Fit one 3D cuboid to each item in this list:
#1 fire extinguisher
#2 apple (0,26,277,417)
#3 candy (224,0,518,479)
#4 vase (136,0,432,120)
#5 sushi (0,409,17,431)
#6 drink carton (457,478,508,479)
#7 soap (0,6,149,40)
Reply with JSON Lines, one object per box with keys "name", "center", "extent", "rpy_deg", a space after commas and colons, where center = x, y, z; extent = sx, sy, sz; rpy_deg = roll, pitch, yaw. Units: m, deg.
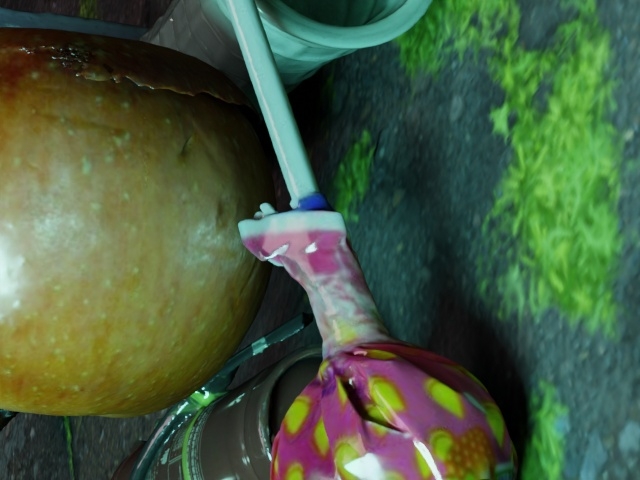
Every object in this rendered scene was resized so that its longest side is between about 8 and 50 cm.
{"name": "fire extinguisher", "center": [-0.064, 0.140, 1.062], "extent": [0.341, 0.105, 0.141], "rpy_deg": [-34, 40, 59]}
{"name": "apple", "center": [-0.153, -0.004, 0.943], "extent": [0.272, 0.252, 0.206], "rpy_deg": [48, -138, -80]}
{"name": "candy", "center": [0.000, 0.000, 0.845], "extent": [0.124, 0.124, 0.365], "rpy_deg": [-38, 69, 58]}
{"name": "vase", "center": [-0.051, -0.132, 1.055], "extent": [0.299, 0.143, 0.143], "rpy_deg": [144, 127, -61]}
{"name": "sushi", "center": [-0.340, 0.014, 1.471], "extent": [0.294, 0.299, 0.281], "rpy_deg": [-52, 12, 46]}
{"name": "drink carton", "center": [0.116, 0.262, 0.575], "extent": [0.111, 0.155, 0.351], "rpy_deg": [173, 101, -64]}
{"name": "soap", "center": [-0.238, -0.047, 1.263], "extent": [0.107, 0.285, 0.296], "rpy_deg": [119, 145, -42]}
